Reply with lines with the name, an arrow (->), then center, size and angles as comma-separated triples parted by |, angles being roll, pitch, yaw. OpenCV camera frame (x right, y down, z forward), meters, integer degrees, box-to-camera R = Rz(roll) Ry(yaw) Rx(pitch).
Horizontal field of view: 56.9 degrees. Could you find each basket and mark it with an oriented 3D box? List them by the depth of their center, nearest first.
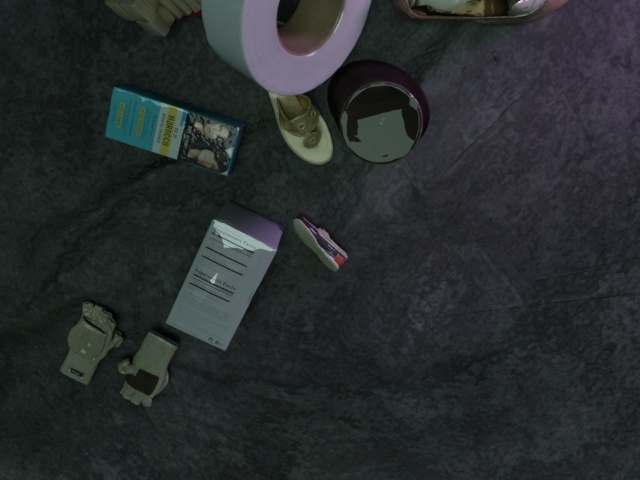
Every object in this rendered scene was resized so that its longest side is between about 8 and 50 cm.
basket -> 0.102, -0.214, 1.006 | 0.204, 0.227, 0.154 | 28, 110, -6

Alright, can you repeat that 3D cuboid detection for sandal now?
sandal -> -0.051, -0.239, 1.087 | 0.088, 0.079, 0.240 | -22, 107, 12

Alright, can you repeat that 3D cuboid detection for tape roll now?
tape roll -> -0.044, -0.379, 0.927 | 0.100, 0.286, 0.286 | 38, 113, 30

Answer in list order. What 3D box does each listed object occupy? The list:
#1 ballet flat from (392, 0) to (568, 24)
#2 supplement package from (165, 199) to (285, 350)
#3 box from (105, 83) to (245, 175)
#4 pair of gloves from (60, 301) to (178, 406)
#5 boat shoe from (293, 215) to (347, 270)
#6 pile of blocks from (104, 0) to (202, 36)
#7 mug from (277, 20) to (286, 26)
ballet flat -> 0.278, -0.410, 0.985 | 0.315, 0.106, 0.108 | -6, 110, 6
supplement package -> -0.187, 0.066, 1.178 | 0.133, 0.139, 0.244 | 26, 109, -6
box -> -0.275, -0.210, 1.125 | 0.244, 0.060, 0.101 | 17, 110, -2
pair of gloves -> -0.447, 0.258, 1.321 | 0.240, 0.042, 0.204 | 22, 114, -2
boat shoe -> 0.000, 0.000, 1.191 | 0.137, 0.049, 0.043 | 48, 64, -10
pile of blocks -> -0.193, -0.468, 1.017 | 0.362, 0.149, 0.112 | -19, 151, 20
mug -> -0.101, -0.377, 1.052 | 0.062, 0.064, 0.078 | -17, 151, 35
